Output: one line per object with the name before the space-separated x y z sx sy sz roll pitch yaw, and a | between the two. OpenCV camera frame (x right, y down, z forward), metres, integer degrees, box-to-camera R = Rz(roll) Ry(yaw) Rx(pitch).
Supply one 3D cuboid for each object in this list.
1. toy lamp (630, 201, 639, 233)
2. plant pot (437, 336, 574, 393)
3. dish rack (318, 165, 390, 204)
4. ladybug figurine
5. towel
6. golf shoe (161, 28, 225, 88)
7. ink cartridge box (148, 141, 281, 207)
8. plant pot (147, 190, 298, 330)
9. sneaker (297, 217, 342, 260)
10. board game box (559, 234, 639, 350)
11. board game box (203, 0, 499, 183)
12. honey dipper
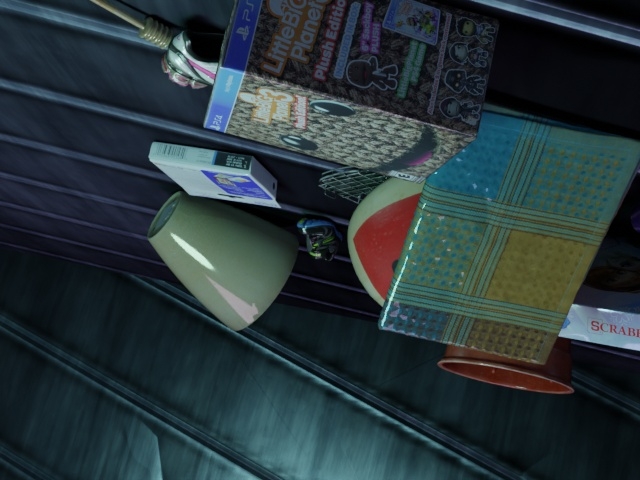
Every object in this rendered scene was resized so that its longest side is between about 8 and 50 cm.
toy lamp | 0.535 -0.053 1.487 0.080 0.080 0.274 15 168 -12
plant pot | 0.393 0.148 2.098 0.272 0.265 0.272 13 167 3
dish rack | 0.141 -0.084 1.779 0.271 0.074 0.208 22 164 -29
ladybug figurine | 0.221 0.002 1.629 0.305 0.162 0.449 20 146 -26
towel | 0.256 -0.007 1.455 0.271 0.370 0.040 14 -154 -8
golf shoe | -0.110 -0.228 1.377 0.186 0.068 0.086 9 155 -23
ink cartridge box | -0.193 -0.123 1.993 0.206 0.045 0.208 9 166 16
plant pot | -0.234 0.019 2.298 0.274 0.257 0.256 35 160 -21
sneaker | 0.000 0.000 2.275 0.067 0.078 0.188 8 166 21
board game box | 0.522 0.082 1.709 0.317 0.066 0.318 8 -157 31
board game box | 0.026 -0.192 1.229 0.290 0.141 0.232 14 168 -7
honey dipper | -0.260 -0.295 1.337 0.160 0.031 0.030 27 162 -35
